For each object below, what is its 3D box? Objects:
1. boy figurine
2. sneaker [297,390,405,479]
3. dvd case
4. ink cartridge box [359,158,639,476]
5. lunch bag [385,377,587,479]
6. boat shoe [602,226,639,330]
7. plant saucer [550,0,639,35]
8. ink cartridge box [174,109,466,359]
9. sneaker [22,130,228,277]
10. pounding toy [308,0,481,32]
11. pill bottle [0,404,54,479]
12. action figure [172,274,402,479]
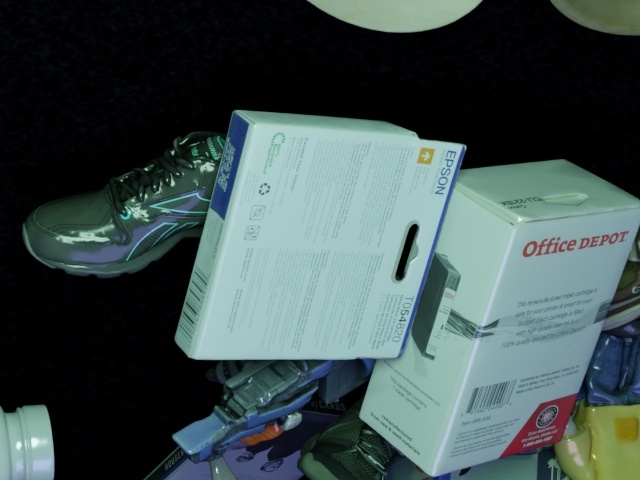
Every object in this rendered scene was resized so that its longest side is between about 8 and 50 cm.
[{"bbox_3d":[0.336,0.224,1.906,0.177,0.285,0.092,5,-178,-27],"label":"boy figurine"},{"bbox_3d":[0.047,0.209,1.684,0.130,0.087,0.227,-43,-177,2],"label":"sneaker"},{"bbox_3d":[-0.081,0.252,1.983,0.179,0.029,0.239,11,140,-36],"label":"dvd case"},{"bbox_3d":[0.173,0.068,1.595,0.197,0.114,0.273,-7,123,-43],"label":"ink cartridge box"},{"bbox_3d":[0.237,0.328,2.061,0.328,0.239,0.385,-1,129,-21],"label":"lunch bag"},{"bbox_3d":[0.353,0.015,1.752,0.095,0.095,0.257,25,131,-38],"label":"boat shoe"},{"bbox_3d":[0.303,-0.269,1.340,0.278,0.041,0.278,-12,148,-8],"label":"plant saucer"},{"bbox_3d":[0.000,0.000,1.466,0.224,0.045,0.223,4,112,-33],"label":"ink cartridge box"},{"bbox_3d":[-0.131,-0.045,1.466,0.267,0.101,0.106,-12,133,-15],"label":"sneaker"},{"bbox_3d":[0.033,-0.267,1.194,0.237,0.110,0.183,36,139,-17],"label":"pounding toy"},{"bbox_3d":[-0.375,0.222,1.731,0.187,0.112,0.112,-4,146,-17],"label":"pill bottle"},{"bbox_3d":[-0.049,0.111,1.654,0.341,0.178,0.330,-25,152,-35],"label":"action figure"}]
